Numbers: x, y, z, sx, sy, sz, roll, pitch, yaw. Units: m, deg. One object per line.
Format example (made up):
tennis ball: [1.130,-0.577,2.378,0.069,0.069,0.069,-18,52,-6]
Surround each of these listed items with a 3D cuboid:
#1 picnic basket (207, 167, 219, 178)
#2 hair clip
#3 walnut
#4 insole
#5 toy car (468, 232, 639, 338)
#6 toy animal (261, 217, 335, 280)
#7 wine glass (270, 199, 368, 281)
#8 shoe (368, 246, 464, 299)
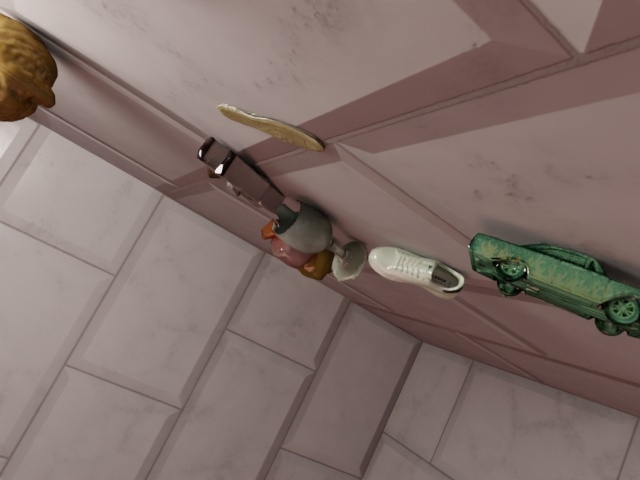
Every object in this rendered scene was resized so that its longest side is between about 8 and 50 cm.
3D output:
picnic basket: [-0.268,-0.204,1.378,0.083,0.072,0.072,-3,176,-14]
hair clip: [-0.205,-0.158,1.344,0.101,0.085,0.331,24,171,24]
walnut: [-0.724,-0.386,1.134,0.257,0.224,0.257,33,174,4]
insole: [-0.102,-0.222,0.985,0.248,0.011,0.081,23,169,21]
toy car: [0.422,0.071,0.881,0.321,0.097,0.141,23,168,26]
toy animal: [-0.051,0.032,1.692,0.195,0.169,0.281,-26,139,32]
wine glass: [0.000,0.000,1.466,0.143,0.143,0.321,16,164,47]
shoe: [0.263,0.075,1.339,0.265,0.095,0.110,22,164,-1]
